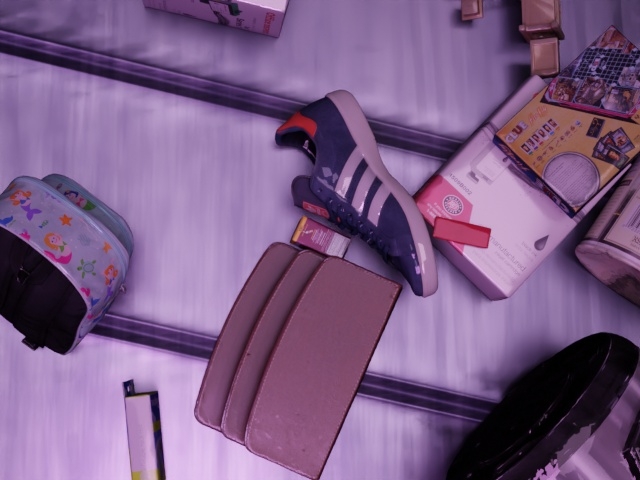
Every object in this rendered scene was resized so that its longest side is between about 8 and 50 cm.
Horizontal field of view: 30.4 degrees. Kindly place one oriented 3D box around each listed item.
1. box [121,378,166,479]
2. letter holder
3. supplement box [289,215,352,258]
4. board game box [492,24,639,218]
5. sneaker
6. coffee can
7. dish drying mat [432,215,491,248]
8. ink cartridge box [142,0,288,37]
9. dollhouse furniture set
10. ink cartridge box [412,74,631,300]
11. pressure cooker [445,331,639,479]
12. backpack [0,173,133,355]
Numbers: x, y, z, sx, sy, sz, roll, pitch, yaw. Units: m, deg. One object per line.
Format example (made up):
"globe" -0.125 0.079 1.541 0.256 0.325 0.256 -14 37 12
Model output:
"box" -0.253 0.290 1.706 0.042 0.109 0.178 -6 86 -2
"letter holder" -0.044 0.164 1.718 0.214 0.152 0.302 24 83 -1
"supplement box" 0.000 0.000 1.783 0.083 0.055 0.043 26 82 -4
"board game box" 0.394 -0.173 1.710 0.243 0.042 0.165 -42 79 -7
"sneaker" 0.046 -0.050 1.736 0.148 0.131 0.350 -24 67 -10
"coffee can" 0.540 -0.045 1.766 0.201 0.201 0.275 35 83 -2
"dish drying mat" 0.205 -0.011 1.710 0.083 0.008 0.032 12 84 -2
"ink cartridge box" -0.150 -0.383 1.749 0.219 0.160 0.092 13 85 -4
"dollhouse furniture set" 0.294 -0.332 1.841 0.161 0.101 0.182 -3 85 19
"ink cartridge box" 0.293 -0.079 1.786 0.207 0.117 0.283 43 83 0
"pressure cooker" 0.427 0.381 1.642 0.370 0.375 0.420 -44 90 8
"backpack" -0.377 0.022 1.648 0.225 0.253 0.191 38 63 0
